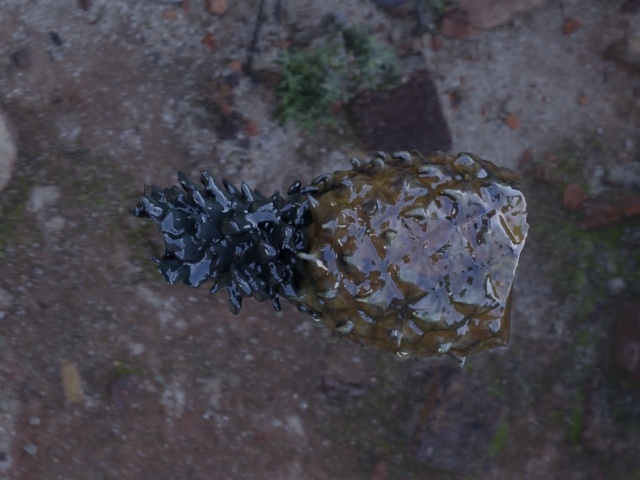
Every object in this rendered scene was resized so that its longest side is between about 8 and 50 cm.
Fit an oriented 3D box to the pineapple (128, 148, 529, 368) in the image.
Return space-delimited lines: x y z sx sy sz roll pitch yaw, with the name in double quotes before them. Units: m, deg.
"pineapple" 0.000 0.000 0.852 0.278 0.158 0.158 6 89 -3
